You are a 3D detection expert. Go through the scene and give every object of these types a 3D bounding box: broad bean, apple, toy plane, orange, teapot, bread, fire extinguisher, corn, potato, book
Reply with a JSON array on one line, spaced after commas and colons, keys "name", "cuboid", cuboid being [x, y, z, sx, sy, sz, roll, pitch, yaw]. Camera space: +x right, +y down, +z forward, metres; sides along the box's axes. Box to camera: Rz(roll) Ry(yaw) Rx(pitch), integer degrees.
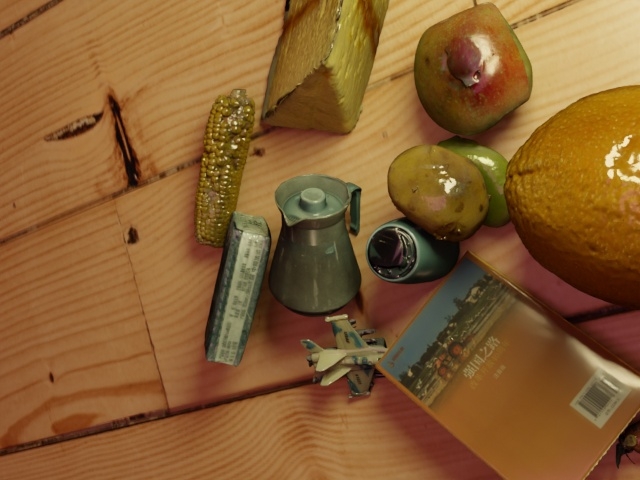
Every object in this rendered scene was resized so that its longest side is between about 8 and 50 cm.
[{"name": "broad bean", "cuboid": [0.262, -0.103, 1.297, 0.174, 0.082, 0.124, 32, 131, 16]}, {"name": "apple", "cuboid": [0.240, -0.274, 1.248, 0.188, 0.174, 0.207, 58, 161, -7]}, {"name": "toy plane", "cuboid": [0.100, 0.206, 1.398, 0.262, 0.088, 0.192, -11, 118, 8]}, {"name": "orange", "cuboid": [0.439, -0.061, 1.072, 0.357, 0.322, 0.322, 14, 99, 35]}, {"name": "teapot", "cuboid": [0.000, 0.000, 1.366, 0.171, 0.203, 0.225, 29, 138, 31]}, {"name": "bread", "cuboid": [-0.014, -0.392, 1.295, 0.242, 0.405, 0.346, 14, 87, 16]}, {"name": "fire extinguisher", "cuboid": [0.528, 0.292, 1.193, 0.177, 0.050, 0.062, -40, 33, 24]}, {"name": "corn", "cuboid": [-0.194, -0.143, 1.529, 0.097, 0.097, 0.320, 17, 102, 26]}, {"name": "potato", "cuboid": [0.188, -0.078, 1.221, 0.176, 0.137, 0.137, 35, 109, 1]}, {"name": "book", "cuboid": [0.304, 0.221, 1.254, 0.374, 0.028, 0.262, 39, 91, 29]}]

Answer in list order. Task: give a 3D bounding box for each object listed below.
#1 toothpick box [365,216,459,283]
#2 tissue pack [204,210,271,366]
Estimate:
[{"name": "toothpick box", "cuboid": [0.153, 0.016, 1.302, 0.120, 0.184, 0.120, 1, 92, 28]}, {"name": "tissue pack", "cuboid": [-0.159, 0.087, 1.473, 0.081, 0.185, 0.257, 12, 100, -11]}]
